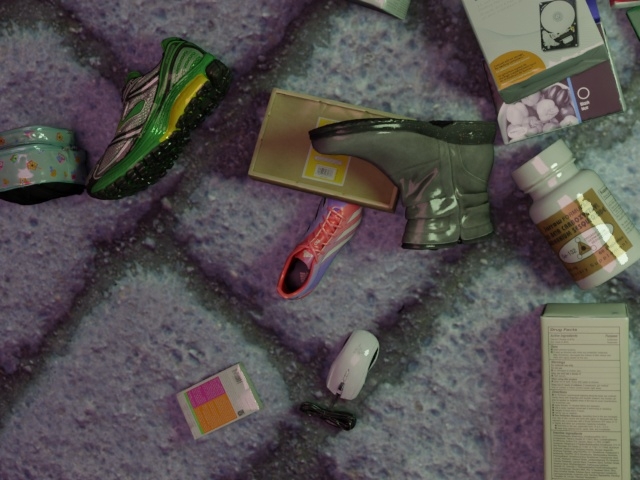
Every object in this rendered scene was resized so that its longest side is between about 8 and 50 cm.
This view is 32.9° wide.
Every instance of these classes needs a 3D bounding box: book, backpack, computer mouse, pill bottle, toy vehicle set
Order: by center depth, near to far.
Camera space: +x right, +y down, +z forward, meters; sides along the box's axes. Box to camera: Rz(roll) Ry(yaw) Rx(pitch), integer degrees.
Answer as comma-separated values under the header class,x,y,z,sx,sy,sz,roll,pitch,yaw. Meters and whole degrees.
class,x,y,z,sx,sy,sz,roll,pitch,yaw
pill bottle,0.417,-0.045,1.776,0.131,0.131,0.229,-35,87,17
toy vehicle set,0.021,-0.158,1.889,0.266,0.035,0.166,15,80,13
computer mouse,0.043,0.251,1.967,0.106,0.042,0.193,26,104,12
backpack,-0.531,-0.137,1.994,0.165,0.188,0.145,-8,96,17
book,-0.192,0.302,2.045,0.144,0.035,0.096,-26,87,17

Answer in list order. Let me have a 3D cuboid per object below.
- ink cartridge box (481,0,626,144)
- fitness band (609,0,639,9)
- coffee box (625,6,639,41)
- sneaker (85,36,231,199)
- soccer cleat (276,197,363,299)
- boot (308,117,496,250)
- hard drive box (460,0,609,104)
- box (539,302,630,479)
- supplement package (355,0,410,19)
class,x,y,z,sx,sy,sz,roll,pitch,yaw
ink cartridge box,0.379,-0.285,1.799,0.206,0.045,0.208,-15,92,17
fitness band,0.508,-0.475,1.680,0.290,0.054,0.209,-11,86,-5
coffee box,0.581,-0.313,1.740,0.113,0.040,0.184,-29,90,17
sneaker,-0.314,-0.214,1.969,0.146,0.134,0.343,42,97,13
soccer cleat,0.000,0.000,1.916,0.083,0.095,0.248,33,105,9
boot,0.144,-0.088,1.785,0.338,0.118,0.223,0,97,-17
hard drive box,0.333,-0.365,1.745,0.181,0.089,0.232,-24,75,15
box,0.445,0.266,1.817,0.147,0.121,0.311,1,98,15
supplement package,0.027,-0.479,1.784,0.261,0.204,0.145,23,101,11
